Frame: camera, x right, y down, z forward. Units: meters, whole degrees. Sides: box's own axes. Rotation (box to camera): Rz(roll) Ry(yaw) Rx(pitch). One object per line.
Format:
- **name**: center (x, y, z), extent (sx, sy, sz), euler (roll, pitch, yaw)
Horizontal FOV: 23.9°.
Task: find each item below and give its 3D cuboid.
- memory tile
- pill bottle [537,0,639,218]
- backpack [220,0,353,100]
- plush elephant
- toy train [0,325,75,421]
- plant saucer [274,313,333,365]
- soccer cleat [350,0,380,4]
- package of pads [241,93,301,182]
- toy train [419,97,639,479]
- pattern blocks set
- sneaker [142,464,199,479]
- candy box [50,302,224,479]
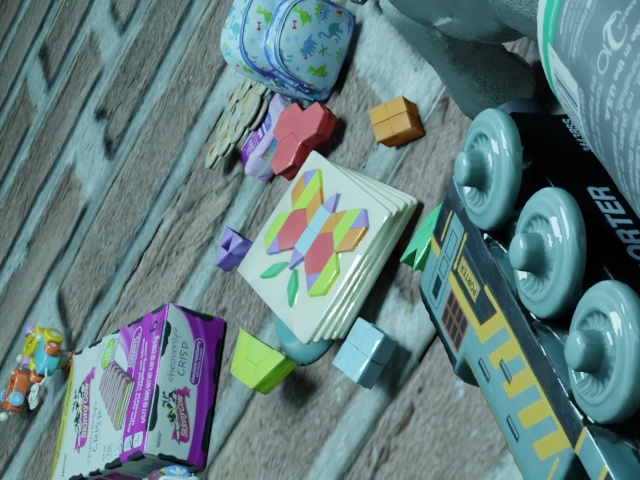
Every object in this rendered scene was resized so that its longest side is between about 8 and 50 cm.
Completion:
- **memory tile**: center (-0.080, -0.141, 1.587), extent (0.148, 0.012, 0.113), euler (-37, 31, 57)
- **pill bottle**: center (0.256, -0.045, 0.730), extent (0.204, 0.204, 0.361), euler (-57, 30, 24)
- **backpack**: center (-0.030, -0.197, 1.458), extent (0.084, 0.114, 0.105), euler (10, 80, 63)
- **plush elephant**: center (0.141, -0.265, 1.055), extent (0.255, 0.330, 0.272), euler (-56, 17, -14)
- **toy train**: center (-0.351, 0.169, 1.884), extent (0.166, 0.046, 0.125), euler (-12, 63, 63)
- **plant saucer**: center (-0.011, 0.052, 1.356), extent (0.119, 0.021, 0.119), euler (-41, 38, 43)
- **soccer cleat**: center (0.084, -0.299, 1.348), extent (0.143, 0.116, 0.331), euler (-59, 27, -13)
- **package of pads**: center (-0.047, -0.105, 1.519), extent (0.083, 0.032, 0.050), euler (-55, 27, 27)
- **toy train**: center (0.162, 0.054, 0.915), extent (0.334, 0.142, 0.190), euler (-114, 31, -49)
- **pattern blocks set**: center (0.000, 0.000, 1.323), extent (0.325, 0.026, 0.285), euler (14, 77, 58)
- **sneaker**: center (-0.132, 0.246, 1.396), extent (0.185, 0.069, 0.084), euler (-23, 58, 54)
- **candy box**: center (-0.192, 0.172, 1.556), extent (0.233, 0.071, 0.159), euler (-29, 48, 53)
